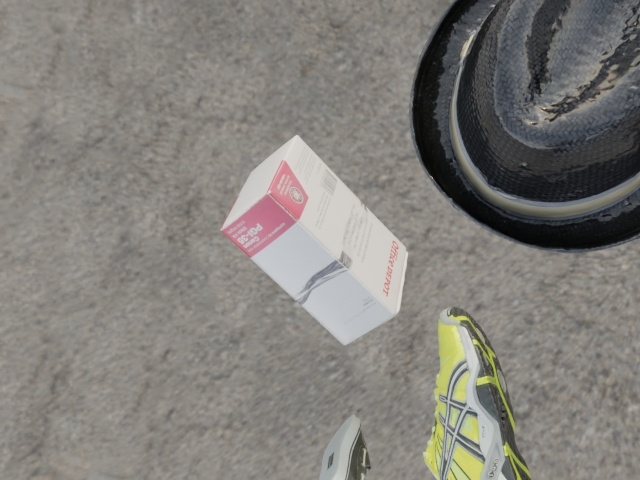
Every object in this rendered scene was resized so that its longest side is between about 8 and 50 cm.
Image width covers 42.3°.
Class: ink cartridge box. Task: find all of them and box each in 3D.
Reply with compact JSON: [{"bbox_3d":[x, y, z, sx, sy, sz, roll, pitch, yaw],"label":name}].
[{"bbox_3d":[0.000,0.000,1.332,0.117,0.207,0.283,-36,108,28],"label":"ink cartridge box"}]

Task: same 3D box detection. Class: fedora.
[{"bbox_3d":[0.237,-0.160,0.744,0.334,0.152,0.334,-1,77,6],"label":"fedora"}]

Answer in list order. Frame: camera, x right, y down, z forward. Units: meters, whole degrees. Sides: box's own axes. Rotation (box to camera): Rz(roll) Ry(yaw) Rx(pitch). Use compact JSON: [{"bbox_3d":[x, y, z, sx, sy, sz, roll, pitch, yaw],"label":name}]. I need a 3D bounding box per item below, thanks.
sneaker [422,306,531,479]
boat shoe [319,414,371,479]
[{"bbox_3d":[0.223,0.291,1.286,0.147,0.145,0.384,-18,66,22],"label":"sneaker"},{"bbox_3d":[0.048,0.387,1.429,0.070,0.219,0.078,38,115,-6],"label":"boat shoe"}]
